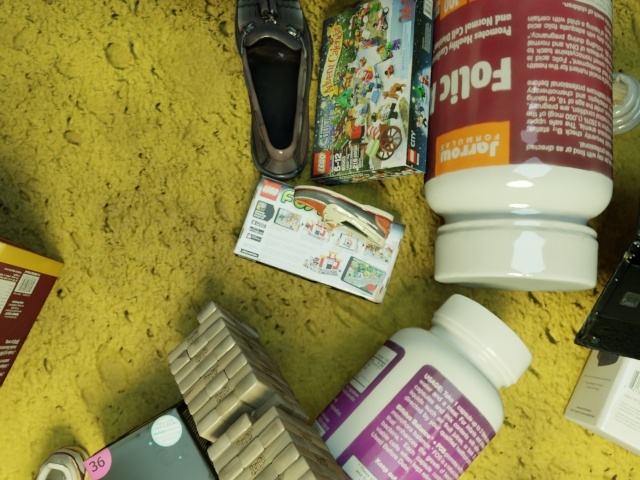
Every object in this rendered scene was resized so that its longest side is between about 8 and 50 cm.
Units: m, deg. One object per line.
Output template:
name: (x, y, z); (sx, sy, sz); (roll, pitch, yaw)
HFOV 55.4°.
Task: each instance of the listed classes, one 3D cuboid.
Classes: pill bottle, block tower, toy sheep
pill bottle: (0.245, -0.139, 0.766); (0.224, 0.224, 0.392); (5, 81, -4)
block tower: (-0.066, 0.210, 0.660); (0.097, 0.335, 0.091); (-43, 132, 2)
toy sheep: (0.407, -0.188, 0.849); (0.091, 0.132, 0.091); (-7, 78, 36)
pill bottle: (0.109, 0.214, 0.732); (0.169, 0.169, 0.301); (44, 81, 2)

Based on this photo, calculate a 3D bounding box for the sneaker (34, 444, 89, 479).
sneaker: (-0.326, 0.342, 0.720); (0.070, 0.084, 0.185); (8, 81, -4)

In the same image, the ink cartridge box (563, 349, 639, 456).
ink cartridge box: (0.461, 0.169, 0.802); (0.172, 0.100, 0.237); (28, 82, 0)

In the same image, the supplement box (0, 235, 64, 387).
supplement box: (-0.424, 0.079, 0.694); (0.129, 0.191, 0.194); (24, 80, -1)

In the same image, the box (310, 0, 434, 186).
box: (0.065, -0.195, 0.798); (0.044, 0.159, 0.233); (13, 78, -46)

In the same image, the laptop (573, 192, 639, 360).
laptop: (0.454, 0.017, 0.714); (0.234, 0.264, 0.136); (13, 37, 4)

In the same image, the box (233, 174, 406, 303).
box: (0.000, 0.000, 0.820); (0.207, 0.036, 0.114); (19, 81, -2)

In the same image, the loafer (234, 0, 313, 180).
loafer: (-0.057, -0.236, 0.819); (0.109, 0.095, 0.302); (-5, 82, -6)

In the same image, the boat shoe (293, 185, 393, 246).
boat shoe: (0.026, -0.033, 0.786); (0.137, 0.049, 0.043); (20, 82, -6)

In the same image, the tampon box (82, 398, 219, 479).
tampon box: (-0.181, 0.294, 0.730); (0.120, 0.101, 0.161); (-30, 85, -9)
